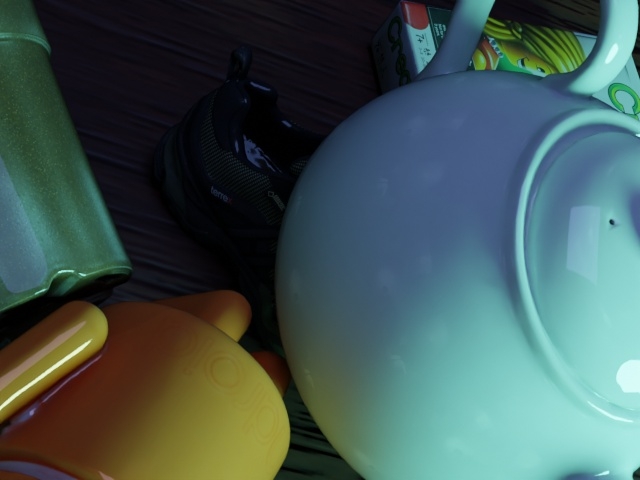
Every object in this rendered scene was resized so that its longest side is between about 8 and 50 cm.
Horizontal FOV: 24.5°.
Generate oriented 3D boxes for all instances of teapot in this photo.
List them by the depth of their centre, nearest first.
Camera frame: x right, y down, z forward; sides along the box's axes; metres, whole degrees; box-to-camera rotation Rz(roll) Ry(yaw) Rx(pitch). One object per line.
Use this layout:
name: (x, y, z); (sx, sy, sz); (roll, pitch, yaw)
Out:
teapot: (0.114, 0.015, 0.740); (0.256, 0.187, 0.252); (46, 55, -20)

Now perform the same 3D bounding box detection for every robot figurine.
robot figurine: (-0.099, 0.115, 0.696); (0.128, 0.158, 0.219); (23, 48, 13)

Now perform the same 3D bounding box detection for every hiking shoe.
hiking shoe: (0.000, 0.000, 0.835); (0.227, 0.114, 0.086); (47, 50, 5)

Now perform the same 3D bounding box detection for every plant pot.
plant pot: (-0.184, -0.028, 0.727); (0.167, 0.167, 0.165); (-22, 80, -38)

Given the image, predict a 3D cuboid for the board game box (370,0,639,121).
board game box: (0.152, -0.011, 0.969); (0.193, 0.053, 0.305); (5, 58, -27)
